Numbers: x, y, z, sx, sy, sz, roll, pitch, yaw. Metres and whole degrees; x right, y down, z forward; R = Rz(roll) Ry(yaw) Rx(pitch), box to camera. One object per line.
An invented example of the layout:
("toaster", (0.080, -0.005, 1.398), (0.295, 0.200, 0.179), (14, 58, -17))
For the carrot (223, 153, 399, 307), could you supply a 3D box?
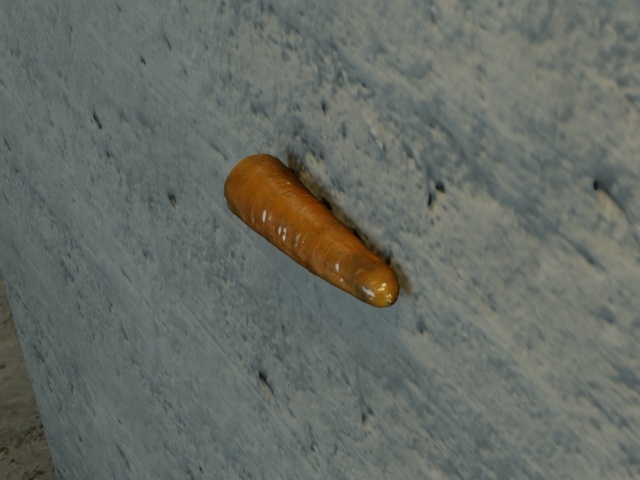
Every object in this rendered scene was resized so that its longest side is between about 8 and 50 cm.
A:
("carrot", (0.000, 0.000, 1.280), (0.209, 0.061, 0.061), (40, 147, 46))
